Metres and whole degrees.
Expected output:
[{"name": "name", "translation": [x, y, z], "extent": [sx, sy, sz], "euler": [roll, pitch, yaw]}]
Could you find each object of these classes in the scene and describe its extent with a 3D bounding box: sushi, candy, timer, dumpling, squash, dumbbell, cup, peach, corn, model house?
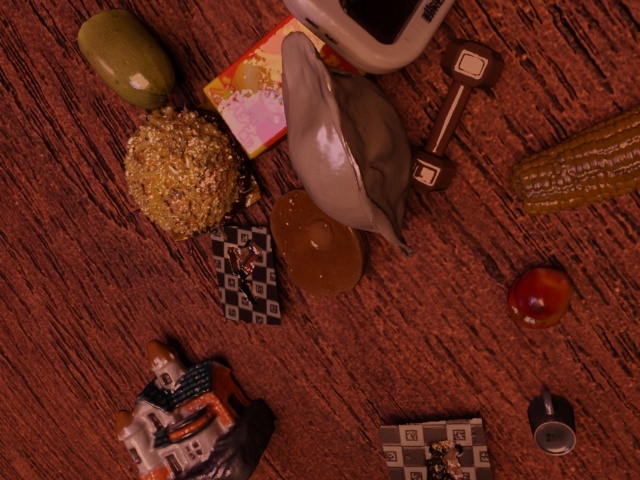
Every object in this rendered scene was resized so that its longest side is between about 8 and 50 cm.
[{"name": "sushi", "translation": [0.227, 0.432, 1.089], "extent": [0.192, 0.050, 0.215], "euler": [-10, 99, 15]}, {"name": "candy", "translation": [-0.040, -0.268, 0.927], "extent": [0.276, 0.088, 0.146], "euler": [-34, 95, 23]}, {"name": "sushi", "translation": [-0.136, 0.065, 1.090], "extent": [0.139, 0.031, 0.201], "euler": [3, 107, 27]}, {"name": "timer", "translation": [0.074, -0.376, 0.793], "extent": [0.237, 0.087, 0.262], "euler": [35, 80, -19]}, {"name": "dumpling", "translation": [0.052, -0.114, 0.811], "extent": [0.181, 0.260, 0.341], "euler": [-11, 133, -12]}, {"name": "squash", "translation": [-0.310, -0.290, 0.959], "extent": [0.187, 0.123, 0.123], "euler": [49, 115, 19]}, {"name": "dumbbell", "translation": [0.199, -0.191, 0.885], "extent": [0.092, 0.082, 0.231], "euler": [23, 112, 7]}, {"name": "cup", "translation": [0.398, 0.309, 0.986], "extent": [0.078, 0.077, 0.100], "euler": [-13, 102, 19]}, {"name": "peach", "translation": [0.356, 0.090, 0.925], "extent": [0.100, 0.101, 0.101], "euler": [5, 108, 15]}, {"name": "corn", "translation": [0.451, -0.134, 0.813], "extent": [0.363, 0.120, 0.121], "euler": [-22, 100, 25]}, {"name": "model house", "translation": [-0.284, 0.345, 1.136], "extent": [0.271, 0.190, 0.301], "euler": [-27, 97, 24]}]

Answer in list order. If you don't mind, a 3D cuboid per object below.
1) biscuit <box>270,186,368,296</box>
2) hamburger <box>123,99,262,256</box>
[{"name": "biscuit", "translation": [0.000, 0.000, 0.999], "extent": [0.180, 0.049, 0.208], "euler": [-11, 108, 38]}, {"name": "hamburger", "translation": [-0.236, -0.110, 1.006], "extent": [0.243, 0.139, 0.262], "euler": [-29, 96, 22]}]
